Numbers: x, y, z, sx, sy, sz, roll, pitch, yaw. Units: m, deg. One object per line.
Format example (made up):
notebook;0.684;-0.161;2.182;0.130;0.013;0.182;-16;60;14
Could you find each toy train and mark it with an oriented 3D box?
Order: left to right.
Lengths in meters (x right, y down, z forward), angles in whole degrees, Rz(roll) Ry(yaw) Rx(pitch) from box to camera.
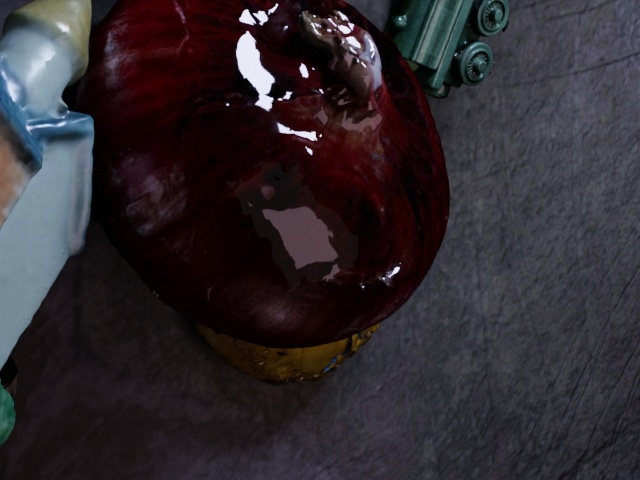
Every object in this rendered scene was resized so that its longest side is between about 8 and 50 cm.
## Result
toy train;0.110;-0.209;1.714;0.111;0.071;0.170;16;97;-40

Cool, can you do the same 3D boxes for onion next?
onion;-0.027;-0.070;1.458;0.314;0.232;0.314;27;47;-34

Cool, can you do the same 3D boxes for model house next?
model house;-0.267;-0.056;1.328;0.325;0.194;0.267;-59;138;-30

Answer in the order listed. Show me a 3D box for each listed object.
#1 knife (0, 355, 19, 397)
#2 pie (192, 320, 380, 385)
knife;-0.352;0.190;1.424;0.365;0.043;0.089;-41;132;-26
pie;0.000;0.001;1.693;0.273;0.069;0.273;-26;129;-36
